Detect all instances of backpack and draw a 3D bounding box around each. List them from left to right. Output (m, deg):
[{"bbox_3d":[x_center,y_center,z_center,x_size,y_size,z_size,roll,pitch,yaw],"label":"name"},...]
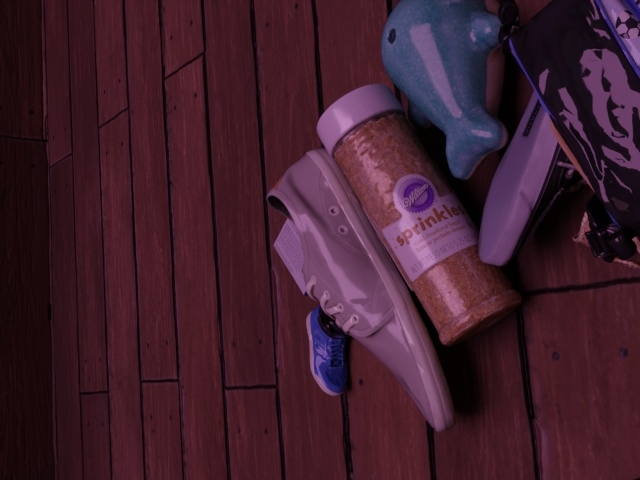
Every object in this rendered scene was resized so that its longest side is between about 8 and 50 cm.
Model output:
[{"bbox_3d":[0.339,-0.138,0.776,0.213,0.263,0.276,-32,69,40],"label":"backpack"}]

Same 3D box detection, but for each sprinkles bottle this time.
[{"bbox_3d":[0.128,-0.038,1.101,0.121,0.121,0.355,-45,68,42],"label":"sprinkles bottle"}]

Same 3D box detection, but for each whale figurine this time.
[{"bbox_3d":[0.161,-0.217,1.078,0.216,0.141,0.271,-46,44,52],"label":"whale figurine"}]

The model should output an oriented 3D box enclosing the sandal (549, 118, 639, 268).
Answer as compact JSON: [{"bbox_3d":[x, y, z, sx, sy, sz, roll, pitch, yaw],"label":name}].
[{"bbox_3d":[0.307,-0.030,0.904,0.079,0.088,0.240,-32,92,39],"label":"sandal"}]

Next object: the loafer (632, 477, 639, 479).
[{"bbox_3d":[0.324,0.347,0.933,0.078,0.080,0.220,53,134,27],"label":"loafer"}]

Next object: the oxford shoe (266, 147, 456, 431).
[{"bbox_3d":[0.054,0.075,1.169,0.449,0.130,0.169,61,175,18],"label":"oxford shoe"}]

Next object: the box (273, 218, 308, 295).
[{"bbox_3d":[0.000,0.000,1.360,0.126,0.072,0.137,57,131,37],"label":"box"}]

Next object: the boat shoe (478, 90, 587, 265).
[{"bbox_3d":[0.283,-0.103,0.972,0.113,0.105,0.306,-118,47,-79],"label":"boat shoe"}]

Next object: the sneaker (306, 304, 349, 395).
[{"bbox_3d":[0.022,0.170,1.335,0.084,0.058,0.152,-47,46,51],"label":"sneaker"}]
